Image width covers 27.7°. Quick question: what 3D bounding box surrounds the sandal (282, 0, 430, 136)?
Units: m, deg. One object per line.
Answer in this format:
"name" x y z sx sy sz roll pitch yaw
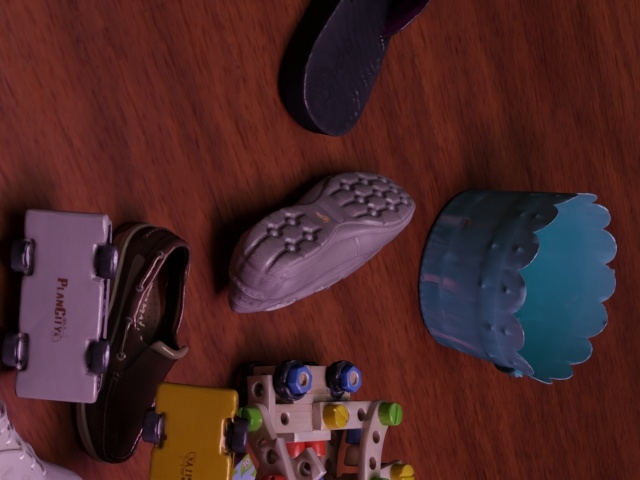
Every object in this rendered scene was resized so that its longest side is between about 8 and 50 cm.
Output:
"sandal" 0.092 -0.330 1.581 0.167 0.107 0.445 32 73 -50

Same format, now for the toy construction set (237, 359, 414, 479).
"toy construction set" -0.007 0.251 1.557 0.328 0.151 0.215 14 72 -66

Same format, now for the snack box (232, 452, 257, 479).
"snack box" -0.106 0.333 1.552 0.100 0.037 0.141 -47 131 -36

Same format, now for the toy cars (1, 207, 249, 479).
"toy cars" -0.187 0.142 1.281 0.176 0.087 0.393 -35 96 5

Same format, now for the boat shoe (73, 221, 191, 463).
"boat shoe" -0.188 0.112 1.347 0.095 0.095 0.257 2 97 -52

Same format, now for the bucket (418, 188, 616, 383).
"bucket" 0.282 0.056 1.856 0.281 0.183 0.281 -17 112 -48

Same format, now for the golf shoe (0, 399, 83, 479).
"golf shoe" -0.310 0.197 1.178 0.306 0.115 0.140 26 98 -52

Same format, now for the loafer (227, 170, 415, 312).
"loafer" 0.000 0.000 1.566 0.319 0.112 0.111 -23 152 -48
